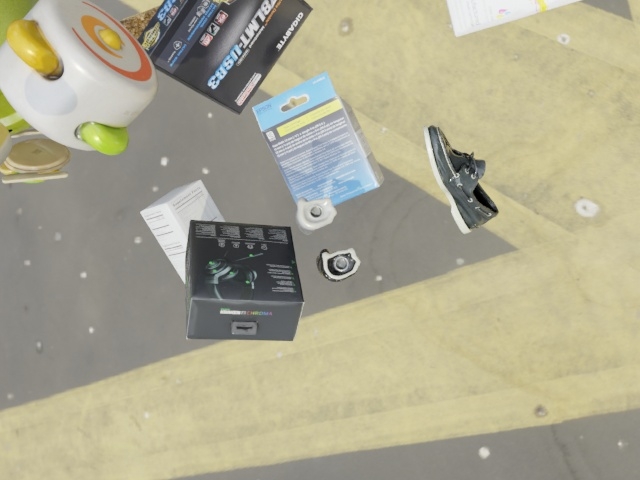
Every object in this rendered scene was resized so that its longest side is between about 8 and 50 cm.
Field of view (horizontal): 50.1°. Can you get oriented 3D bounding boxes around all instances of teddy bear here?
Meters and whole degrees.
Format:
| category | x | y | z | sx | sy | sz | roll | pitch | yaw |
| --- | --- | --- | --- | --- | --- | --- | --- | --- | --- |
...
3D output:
| category | x | y | z | sx | sy | sz | roll | pitch | yaw |
| --- | --- | --- | --- | --- | --- | --- | --- | --- | --- |
| teddy bear | -0.538 | -0.621 | 2.051 | 0.245 | 0.338 | 0.113 | -6 | 117 | 25 |

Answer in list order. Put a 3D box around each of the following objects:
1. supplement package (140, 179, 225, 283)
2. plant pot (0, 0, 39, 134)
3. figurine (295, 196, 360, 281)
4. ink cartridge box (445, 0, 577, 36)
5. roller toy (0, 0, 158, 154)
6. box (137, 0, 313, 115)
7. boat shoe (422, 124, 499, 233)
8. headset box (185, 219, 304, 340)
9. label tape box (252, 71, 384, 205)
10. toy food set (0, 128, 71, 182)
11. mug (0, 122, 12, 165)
| category | x | y | z | sx | sy | sz | roll | pitch | yaw |
| --- | --- | --- | --- | --- | --- | --- | --- | --- | --- |
| supplement package | -0.339 | -0.017 | 1.827 | 0.133 | 0.139 | 0.244 | -12 | 113 | 45 |
| plant pot | -0.656 | -0.385 | 1.257 | 0.366 | 0.366 | 0.353 | -29 | 82 | 35 |
| figurine | 0.000 | 0.000 | 1.663 | 0.215 | 0.092 | 0.209 | 65 | 169 | 2 |
| ink cartridge box | 0.396 | -0.574 | 1.389 | 0.306 | 0.131 | 0.226 | -12 | 117 | 18 |
| roller toy | -0.332 | -0.238 | 0.947 | 0.146 | 0.209 | 0.191 | -39 | 34 | 21 |
| box | -0.194 | -0.445 | 1.434 | 0.295 | 0.293 | 0.073 | -52 | 56 | 11 |
| boat shoe | 0.335 | -0.149 | 1.591 | 0.113 | 0.340 | 0.127 | -16 | 40 | 20 |
| headset box | -0.179 | 0.095 | 1.555 | 0.283 | 0.246 | 0.131 | -105 | 23 | -48 |
| label tape box | -0.004 | -0.272 | 1.945 | 0.249 | 0.115 | 0.348 | -22 | 99 | 20 |
| toy food set | -0.553 | -0.156 | 1.329 | 0.192 | 0.132 | 0.039 | -118 | 28 | -47 |
| mug | -0.358 | -0.094 | 0.698 | 0.062 | 0.078 | 0.064 | -23 | 39 | 4 |
